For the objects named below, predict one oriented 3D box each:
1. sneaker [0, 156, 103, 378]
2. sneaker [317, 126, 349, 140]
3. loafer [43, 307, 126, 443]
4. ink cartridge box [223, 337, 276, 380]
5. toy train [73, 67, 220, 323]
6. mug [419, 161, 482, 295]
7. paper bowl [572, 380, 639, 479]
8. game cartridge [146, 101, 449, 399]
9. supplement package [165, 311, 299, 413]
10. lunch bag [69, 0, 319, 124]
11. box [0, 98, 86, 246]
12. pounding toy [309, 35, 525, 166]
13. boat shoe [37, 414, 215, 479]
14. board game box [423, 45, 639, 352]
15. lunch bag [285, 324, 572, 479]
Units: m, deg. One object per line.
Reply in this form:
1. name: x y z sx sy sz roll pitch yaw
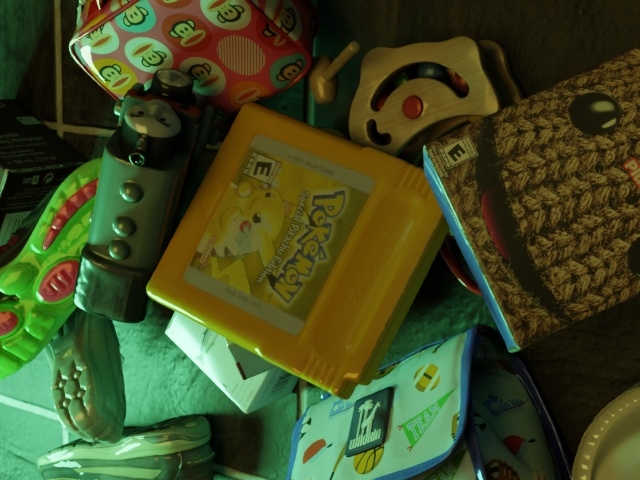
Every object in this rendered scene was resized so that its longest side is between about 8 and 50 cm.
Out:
1. sneaker: -0.423 0.052 1.737 0.483 0.202 0.185 -36 96 11
2. sneaker: 0.000 0.000 1.512 0.109 0.123 0.295 -11 92 36
3. loafer: -0.364 0.175 1.777 0.112 0.111 0.319 -26 49 14
4. ink cartridge box: -0.086 0.066 1.511 0.127 0.128 0.176 -23 62 -5
5. toy train: -0.229 -0.053 1.476 0.142 0.190 0.334 18 123 -3
6. mug: 0.189 -0.025 1.368 0.169 0.113 0.150 21 68 36
7. paper bowl: 0.414 0.285 1.252 0.284 0.148 0.284 7 101 36
8. game cartridge: -0.025 0.004 1.382 0.324 0.053 0.285 23 83 32
9. supplement package: -0.114 0.140 1.630 0.179 0.105 0.105 41 121 24
10. lunch bag: -0.176 -0.273 1.466 0.293 0.258 0.120 -20 44 35
11. box: -0.520 -0.104 1.840 0.203 0.168 0.167 38 118 24
12. pounding toy: 0.097 -0.162 1.392 0.270 0.155 0.154 -2 93 36
13. boat shoe: -0.311 0.364 1.797 0.355 0.132 0.130 -15 89 38
14. board game box: 0.285 -0.046 1.204 0.291 0.141 0.232 -25 82 2
15. lunch bag: 0.135 0.334 1.416 0.328 0.239 0.385 -30 64 36
